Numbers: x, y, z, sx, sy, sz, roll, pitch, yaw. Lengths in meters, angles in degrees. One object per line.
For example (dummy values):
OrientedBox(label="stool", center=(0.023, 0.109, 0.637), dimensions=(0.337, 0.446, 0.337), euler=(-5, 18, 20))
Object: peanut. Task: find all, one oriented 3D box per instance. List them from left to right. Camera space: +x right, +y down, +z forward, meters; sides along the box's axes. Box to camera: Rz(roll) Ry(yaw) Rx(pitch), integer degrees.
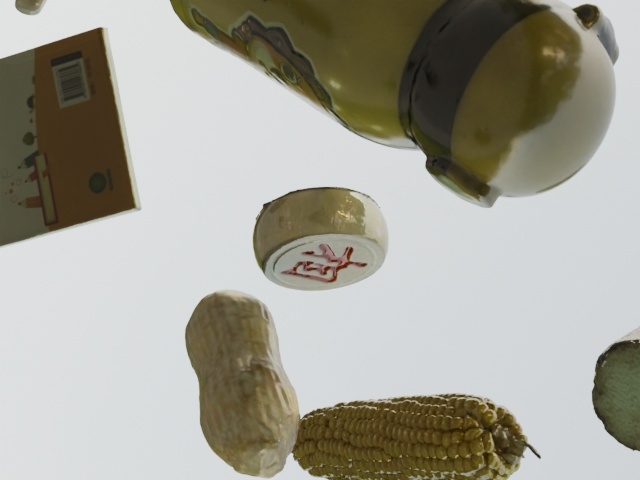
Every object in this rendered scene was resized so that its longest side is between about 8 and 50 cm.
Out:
OrientedBox(label="peanut", center=(-0.069, 0.121, 1.702), dimensions=(0.087, 0.087, 0.206), euler=(-59, -150, 30))

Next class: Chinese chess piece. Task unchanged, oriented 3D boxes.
OrientedBox(label="Chinese chess piece", center=(0.000, 0.000, 1.742), dimensions=(0.122, 0.122, 0.051), euler=(-42, -136, 49))

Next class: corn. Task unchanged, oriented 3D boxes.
OrientedBox(label="corn", center=(0.087, 0.206, 2.020), dimensions=(0.310, 0.101, 0.101), euler=(-3, -107, 44))

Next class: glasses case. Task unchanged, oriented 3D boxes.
OrientedBox(label="glasses case", center=(-0.326, -0.292, 2.260), dimensions=(0.021, 0.032, 0.083), euler=(108, 2, -52))

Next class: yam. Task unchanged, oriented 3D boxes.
OrientedBox(label="yam", center=(0.328, 0.108, 1.738), dimensions=(0.107, 0.194, 0.107), euler=(15, -64, 34))

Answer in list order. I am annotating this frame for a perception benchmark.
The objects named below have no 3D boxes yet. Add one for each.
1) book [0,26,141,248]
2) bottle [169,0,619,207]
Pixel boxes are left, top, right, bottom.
OrientedBox(label="book", center=(-0.344, -0.100, 2.173), dimensions=(0.295, 0.020, 0.208), euler=(-14, -96, 24))
OrientedBox(label="bottle", center=(0.055, -0.152, 1.387), dimensions=(0.351, 0.171, 0.171), euler=(36, -69, 37))
